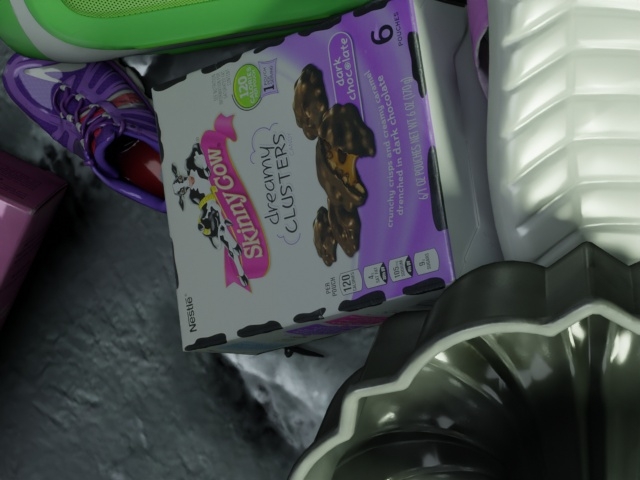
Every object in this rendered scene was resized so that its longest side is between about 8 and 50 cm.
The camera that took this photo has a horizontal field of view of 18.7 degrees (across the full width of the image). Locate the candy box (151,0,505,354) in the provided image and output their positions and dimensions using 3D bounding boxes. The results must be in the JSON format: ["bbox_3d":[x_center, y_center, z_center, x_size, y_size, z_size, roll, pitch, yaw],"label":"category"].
[{"bbox_3d":[0.004,-0.032,1.112,0.196,0.070,0.165,-16,77,36],"label":"candy box"}]

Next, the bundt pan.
[{"bbox_3d":[0.145,0.139,1.024,0.330,0.124,0.331,3,121,5],"label":"bundt pan"}]

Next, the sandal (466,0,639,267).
[{"bbox_3d":[0.141,-0.133,1.065,0.169,0.102,0.416,-15,105,-21],"label":"sandal"}]

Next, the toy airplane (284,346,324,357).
[{"bbox_3d":[0.000,0.000,1.182,0.151,0.028,0.151,0,91,23],"label":"toy airplane"}]

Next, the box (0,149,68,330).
[{"bbox_3d":[-0.312,0.031,1.224,0.213,0.117,0.243,26,101,-2],"label":"box"}]

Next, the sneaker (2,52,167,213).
[{"bbox_3d":[-0.133,-0.073,1.211,0.170,0.071,0.068,34,102,19],"label":"sneaker"}]

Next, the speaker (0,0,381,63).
[{"bbox_3d":[-0.052,-0.182,1.149,0.296,0.131,0.131,-7,88,21],"label":"speaker"}]
